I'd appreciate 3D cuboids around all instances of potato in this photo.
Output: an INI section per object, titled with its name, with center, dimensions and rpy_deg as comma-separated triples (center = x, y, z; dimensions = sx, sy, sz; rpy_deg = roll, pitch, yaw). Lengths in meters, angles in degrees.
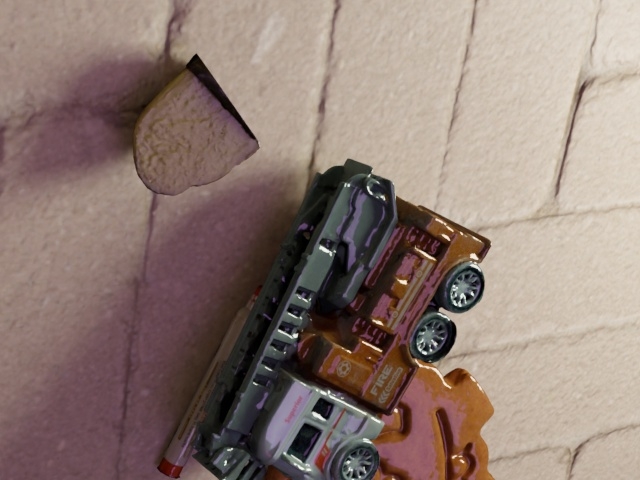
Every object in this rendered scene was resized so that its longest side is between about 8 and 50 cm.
[potato]
center = -0.120, -0.094, 1.116
dimensions = 0.103, 0.066, 0.096
rpy_deg = -35, 107, -3

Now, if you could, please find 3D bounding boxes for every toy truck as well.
[toy truck]
center = 0.002, 0.100, 1.254
dimensions = 0.184, 0.133, 0.338
rpy_deg = 30, 90, -38

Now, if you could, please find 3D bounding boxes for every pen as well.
[pen]
center = -0.105, 0.140, 1.286
dimensions = 0.026, 0.026, 0.218
rpy_deg = 19, 103, -41

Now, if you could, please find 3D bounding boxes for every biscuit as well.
[biscuit]
center = 0.056, 0.254, 1.410
dimensions = 0.306, 0.043, 0.284
rpy_deg = -37, 112, -6

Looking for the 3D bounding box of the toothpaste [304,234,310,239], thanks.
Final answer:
[toothpaste]
center = 0.000, 0.000, 1.292
dimensions = 0.083, 0.015, 0.024
rpy_deg = -11, 130, -37
